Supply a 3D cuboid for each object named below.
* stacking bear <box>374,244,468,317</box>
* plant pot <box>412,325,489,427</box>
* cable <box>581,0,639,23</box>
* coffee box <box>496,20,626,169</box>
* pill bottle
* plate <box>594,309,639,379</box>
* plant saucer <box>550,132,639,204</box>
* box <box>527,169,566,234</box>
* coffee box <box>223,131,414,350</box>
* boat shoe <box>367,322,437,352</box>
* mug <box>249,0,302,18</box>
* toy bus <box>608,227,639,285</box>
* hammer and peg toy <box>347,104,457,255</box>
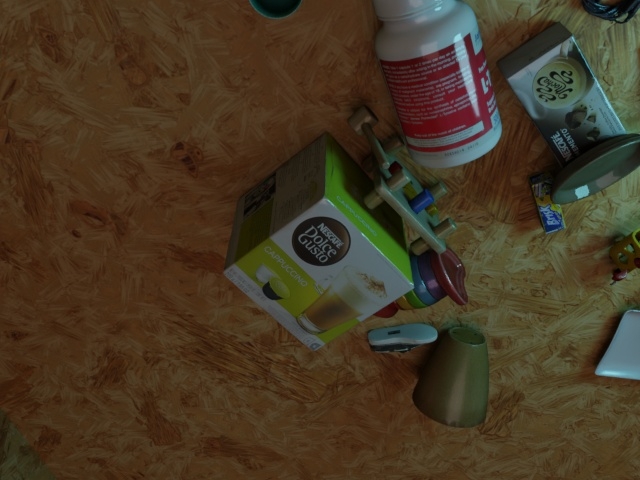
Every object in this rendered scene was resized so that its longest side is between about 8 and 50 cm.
[{"bbox_3d":[0.255,0.135,1.857,0.289,0.175,0.164,-27,122,27],"label":"stacking bear"},{"bbox_3d":[0.427,0.406,2.010,0.237,0.237,0.255,8,109,-3],"label":"plant pot"},{"bbox_3d":[0.665,-0.581,1.420,0.150,0.047,0.185,23,125,-7],"label":"cable"},{"bbox_3d":[0.574,-0.339,1.537,0.168,0.119,0.297,-32,118,20],"label":"coffee box"},{"bbox_3d":[0.255,-0.387,1.449,0.229,0.229,0.408,-17,123,13],"label":"pill bottle"},{"bbox_3d":[1.033,0.326,2.020,0.277,0.045,0.278,7,124,-2],"label":"plate"},{"bbox_3d":[0.697,-0.180,1.606,0.277,0.041,0.278,-20,159,-8],"label":"plant saucer"},{"bbox_3d":[0.610,-0.102,1.737,0.059,0.054,0.169,-19,121,14],"label":"box"},{"bbox_3d":[0.000,0.000,1.656,0.334,0.338,0.337,-35,117,22],"label":"coffee box"},{"bbox_3d":[0.259,0.312,2.023,0.219,0.078,0.070,-5,124,15],"label":"boat shoe"},{"bbox_3d":[-0.092,-0.577,1.411,0.129,0.097,0.158,15,123,-7],"label":"mug"},{"bbox_3d":[0.860,0.033,1.789,0.202,0.191,0.104,-37,72,23],"label":"toy bus"},{"bbox_3d":[0.180,-0.144,1.596,0.127,0.266,0.361,-36,117,23],"label":"hammer and peg toy"}]
